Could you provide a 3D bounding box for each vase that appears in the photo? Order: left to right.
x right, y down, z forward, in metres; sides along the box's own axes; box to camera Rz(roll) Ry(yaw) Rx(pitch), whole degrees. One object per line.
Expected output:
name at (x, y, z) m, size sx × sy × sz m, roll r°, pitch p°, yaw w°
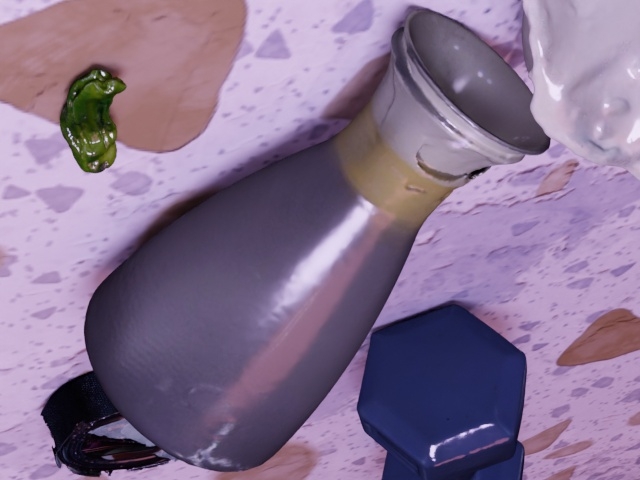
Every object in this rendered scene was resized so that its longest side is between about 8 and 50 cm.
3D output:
vase at (0.000, 0.000, 0.932) m, size 0.173 × 0.173 × 0.321 m, roll 14°, pitch 131°, yaw -46°

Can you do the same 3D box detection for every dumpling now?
dumpling at (0.195, -0.102, 0.882) m, size 0.229 × 0.151 × 0.124 m, roll 6°, pitch 161°, yaw -42°

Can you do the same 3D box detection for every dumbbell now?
dumbbell at (0.121, 0.187, 1.335) m, size 0.156 × 0.143 × 0.316 m, roll -19°, pitch 152°, yaw -2°

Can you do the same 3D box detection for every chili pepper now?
chili pepper at (-0.137, -0.074, 0.849) m, size 0.030 × 0.034 × 0.091 m, roll -43°, pitch 164°, yaw -33°

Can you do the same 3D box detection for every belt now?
belt at (-0.163, 0.149, 1.181) m, size 0.140 × 0.058 × 0.105 m, roll -2°, pitch 141°, yaw -24°
